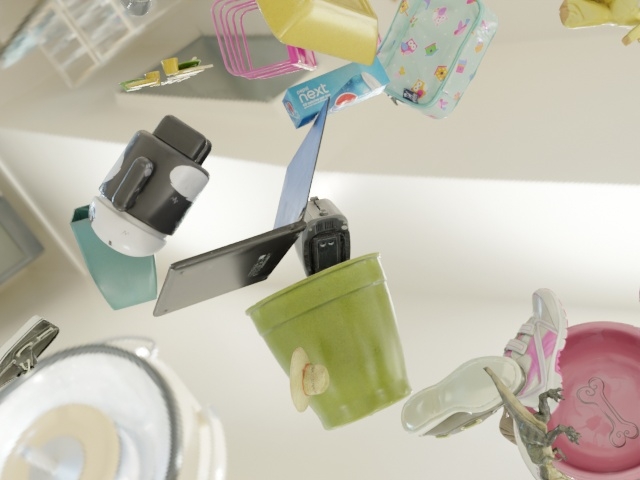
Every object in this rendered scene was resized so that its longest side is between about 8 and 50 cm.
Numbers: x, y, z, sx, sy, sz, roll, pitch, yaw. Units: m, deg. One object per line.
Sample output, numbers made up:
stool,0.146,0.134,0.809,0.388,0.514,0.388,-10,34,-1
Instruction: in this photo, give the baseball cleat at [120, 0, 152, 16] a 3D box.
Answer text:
baseball cleat,-0.338,-0.484,1.718,0.072,0.109,0.206,-19,148,-18

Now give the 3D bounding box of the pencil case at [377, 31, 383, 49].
pencil case,0.096,-0.623,2.651,0.098,0.209,0.095,3,-126,38

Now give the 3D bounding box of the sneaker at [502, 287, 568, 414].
sneaker,0.419,0.213,1.818,0.103,0.111,0.252,106,-8,-72

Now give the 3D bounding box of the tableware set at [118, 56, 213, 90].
tableware set,-0.223,-0.236,1.290,0.104,0.024,0.154,-17,-172,-26

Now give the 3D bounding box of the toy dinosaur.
toy dinosaur,0.397,0.330,1.650,0.118,0.268,0.064,-35,169,38

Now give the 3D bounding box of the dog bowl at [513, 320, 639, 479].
dog bowl,0.586,0.347,1.895,0.408,0.150,0.407,-11,-120,20

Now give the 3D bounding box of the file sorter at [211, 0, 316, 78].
file sorter,-0.137,-0.512,2.288,0.182,0.202,0.291,-12,-174,10

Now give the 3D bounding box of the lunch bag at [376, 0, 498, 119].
lunch bag,0.235,-0.417,2.009,0.108,0.224,0.279,18,103,-56

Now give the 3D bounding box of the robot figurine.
robot figurine,-0.328,-0.104,1.774,0.174,0.209,0.278,33,-90,44

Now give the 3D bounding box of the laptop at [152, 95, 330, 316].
laptop,-0.163,-0.056,1.834,0.408,0.236,0.382,-19,168,-20

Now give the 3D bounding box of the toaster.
toaster,0.000,0.000,2.345,0.129,0.226,0.146,-12,-146,-12

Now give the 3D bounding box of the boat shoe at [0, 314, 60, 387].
boat shoe,-0.653,0.254,2.000,0.219,0.070,0.077,-58,168,-39

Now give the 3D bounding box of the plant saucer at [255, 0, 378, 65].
plant saucer,-0.026,-0.503,1.717,0.081,0.332,0.333,-33,163,30

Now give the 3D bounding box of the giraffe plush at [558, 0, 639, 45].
giraffe plush,0.551,-0.443,1.677,0.170,0.210,0.181,-10,129,-62

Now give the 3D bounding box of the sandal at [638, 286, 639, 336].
sandal,0.575,0.051,1.474,0.102,0.169,0.416,0,-143,43

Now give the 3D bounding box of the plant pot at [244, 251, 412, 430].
plant pot,0.051,0.263,2.261,0.367,0.352,0.366,-24,173,-3

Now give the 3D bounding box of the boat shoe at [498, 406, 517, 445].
boat shoe,0.496,0.391,2.211,0.089,0.105,0.285,-41,154,-28

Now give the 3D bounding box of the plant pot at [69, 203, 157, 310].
plant pot,-0.459,0.029,2.126,0.166,0.234,0.165,-16,-164,-7

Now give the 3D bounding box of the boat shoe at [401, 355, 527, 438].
boat shoe,0.295,0.315,1.825,0.305,0.091,0.109,-35,-134,38

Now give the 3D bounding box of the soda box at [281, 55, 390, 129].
soda box,0.032,-0.305,1.877,0.210,0.071,0.067,-25,174,-16

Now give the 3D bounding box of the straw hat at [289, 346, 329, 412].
straw hat,-0.015,0.300,1.984,0.061,0.144,0.144,-7,-158,20
